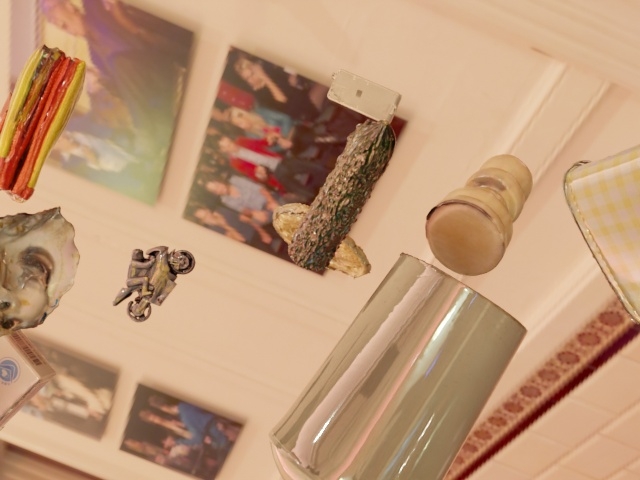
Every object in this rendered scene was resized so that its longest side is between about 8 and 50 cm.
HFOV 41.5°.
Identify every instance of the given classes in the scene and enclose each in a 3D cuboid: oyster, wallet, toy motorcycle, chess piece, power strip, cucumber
[{"bbox_3d":[-0.526,0.050,1.506,0.223,0.083,0.214,-30,-59,-48],"label":"oyster"},{"bbox_3d":[-0.286,-0.114,0.830,0.141,0.067,0.241,-67,19,-2],"label":"wallet"},{"bbox_3d":[0.407,-0.020,0.863,0.077,0.223,0.309,-28,4,-27],"label":"wallet"},{"bbox_3d":[-0.367,0.076,1.805,0.193,0.124,0.061,-48,2,-4],"label":"toy motorcycle"},{"bbox_3d":[0.291,-0.064,1.455,0.261,0.143,0.142,-45,-13,-45],"label":"chess piece"},{"bbox_3d":[0.106,-0.352,2.063,0.035,0.192,0.081,-2,-63,-67],"label":"power strip"},{"bbox_3d":[0.042,-0.090,1.537,0.096,0.096,0.359,-72,8,-51],"label":"cucumber"}]

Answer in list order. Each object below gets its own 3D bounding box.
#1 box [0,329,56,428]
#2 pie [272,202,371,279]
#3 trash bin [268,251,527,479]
[{"bbox_3d":[-0.696,0.201,1.639,0.200,0.343,0.065,-44,-8,9],"label":"box"},{"bbox_3d":[0.000,0.000,1.924,0.055,0.274,0.274,-57,1,-16],"label":"pie"},{"bbox_3d":[0.116,0.261,1.362,0.432,0.280,0.280,-57,3,-3],"label":"trash bin"}]
